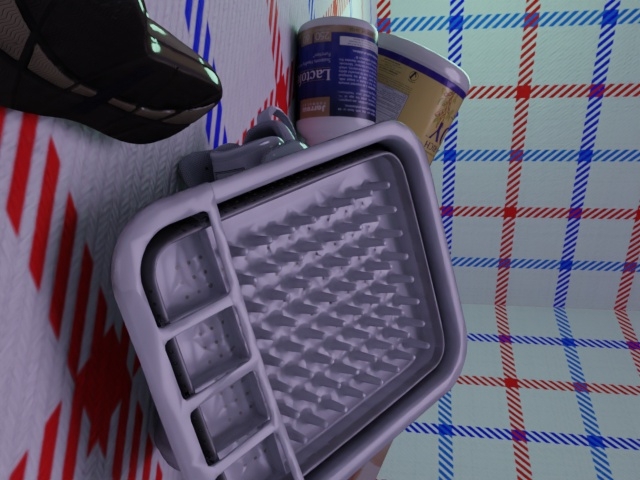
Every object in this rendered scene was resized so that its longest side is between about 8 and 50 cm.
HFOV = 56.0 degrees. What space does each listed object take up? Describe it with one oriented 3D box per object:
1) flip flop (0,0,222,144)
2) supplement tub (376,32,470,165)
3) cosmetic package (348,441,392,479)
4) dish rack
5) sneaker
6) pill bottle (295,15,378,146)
[{"bbox_3d":[-0.140,-0.130,0.361,0.080,0.112,0.277,66,10,7],"label":"flip flop"},{"bbox_3d":[0.144,-0.243,1.296,0.331,0.241,0.241,-64,174,10],"label":"supplement tub"},{"bbox_3d":[0.013,0.176,0.724,0.129,0.153,0.296,42,70,-39],"label":"cosmetic package"},{"bbox_3d":[-0.008,0.064,0.534,0.333,0.072,0.285,-26,107,-36],"label":"dish rack"},{"bbox_3d":[-0.083,0.029,0.611,0.366,0.137,0.210,-60,137,-39],"label":"sneaker"},{"bbox_3d":[0.030,-0.267,1.133,0.153,0.153,0.265,0,91,-80],"label":"pill bottle"}]
